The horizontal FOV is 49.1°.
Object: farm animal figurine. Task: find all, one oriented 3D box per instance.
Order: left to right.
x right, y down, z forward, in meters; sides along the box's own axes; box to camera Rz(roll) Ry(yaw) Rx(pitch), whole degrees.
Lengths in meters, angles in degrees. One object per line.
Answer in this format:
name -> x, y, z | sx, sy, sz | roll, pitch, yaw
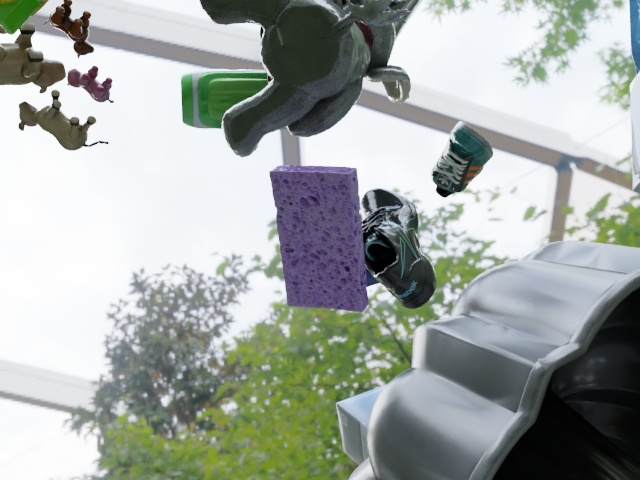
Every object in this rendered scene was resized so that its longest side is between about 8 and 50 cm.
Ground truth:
farm animal figurine -> -0.619, -0.355, 1.499 | 0.327, 0.330, 0.172 | 8, -26, -29

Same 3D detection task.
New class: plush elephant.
plush elephant -> 0.010, -0.305, 1.094 | 0.330, 0.272, 0.255 | -14, 5, 24

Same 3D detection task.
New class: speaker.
speaker -> -0.150, -0.304, 1.513 | 0.296, 0.131, 0.131 | -2, -37, -11

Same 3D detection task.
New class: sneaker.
sneaker -> 0.113, -0.009, 1.179 | 0.106, 0.267, 0.101 | 27, -62, -35
sneaker -> 0.329, -0.177, 1.670 | 0.121, 0.108, 0.302 | -49, -16, -5

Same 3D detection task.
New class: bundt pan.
bundt pan -> 0.149, 0.148, 0.454 | 0.331, 0.124, 0.331 | -12, -69, -33

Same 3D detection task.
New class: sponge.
sponge -> 0.000, 0.000, 0.955 | 0.117, 0.031, 0.210 | 4, -63, 22

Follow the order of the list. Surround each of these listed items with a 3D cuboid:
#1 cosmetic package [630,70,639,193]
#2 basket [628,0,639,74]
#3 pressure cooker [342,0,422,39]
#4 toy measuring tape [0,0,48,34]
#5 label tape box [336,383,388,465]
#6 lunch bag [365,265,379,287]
cosmetic package -> 0.551, -0.101, 0.781 | 0.365, 0.197, 0.155 | 18, -36, -4
basket -> 0.581, -0.345, 1.106 | 0.289, 0.255, 0.201 | 13, -16, -34
pressure cooker -> 0.063, -0.591, 1.371 | 0.420, 0.375, 0.370 | -56, -11, -9
toy measuring tape -> -0.492, -0.485, 1.198 | 0.330, 0.121, 0.121 | -55, -36, -12
label tape box -> 0.219, 0.345, 1.179 | 0.249, 0.348, 0.115 | -14, -72, -25
lunch bag -> 0.101, 0.039, 1.328 | 0.067, 0.098, 0.065 | -22, -75, 44
